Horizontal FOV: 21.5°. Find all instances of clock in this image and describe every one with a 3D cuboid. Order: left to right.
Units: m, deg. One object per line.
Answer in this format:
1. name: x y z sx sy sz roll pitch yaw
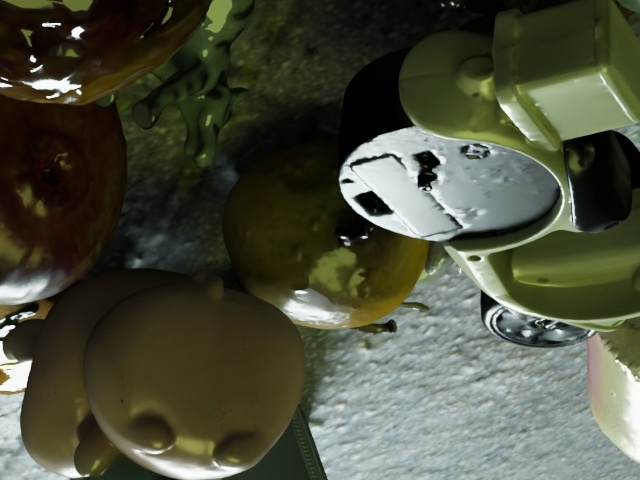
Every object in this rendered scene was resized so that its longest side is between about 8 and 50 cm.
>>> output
1. clock: 0.183 -0.031 1.261 0.276 0.120 0.379 -14 148 31

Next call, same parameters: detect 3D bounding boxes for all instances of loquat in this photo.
1. loquat: 0.000 0.000 1.386 0.172 0.149 0.204 10 156 -24

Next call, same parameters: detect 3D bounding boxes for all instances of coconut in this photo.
1. coconut: 0.367 0.103 1.633 0.233 0.233 0.245 -20 143 -2

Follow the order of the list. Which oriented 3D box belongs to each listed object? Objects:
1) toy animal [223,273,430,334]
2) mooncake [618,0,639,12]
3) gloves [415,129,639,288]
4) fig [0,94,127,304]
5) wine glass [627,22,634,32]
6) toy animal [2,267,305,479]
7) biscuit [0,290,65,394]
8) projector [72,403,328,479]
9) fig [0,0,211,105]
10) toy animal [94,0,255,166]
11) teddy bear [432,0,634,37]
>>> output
1. toy animal: 0.011 0.048 1.526 0.220 0.069 0.086 9 156 -28
2. mooncake: 0.214 -0.307 0.927 0.194 0.356 0.356 -13 143 -15
3. gloves: 0.174 -0.025 1.481 0.219 0.131 0.140 -10 161 40
4. fig: -0.237 -0.055 1.183 0.205 0.205 0.205 -14 143 -10
5. wine glass: 0.155 -0.139 1.358 0.198 0.066 0.066 -28 143 11
6. toy animal: -0.130 0.108 1.345 0.210 0.229 0.221 10 138 -23
7. biscuit: -0.239 0.086 1.473 0.165 0.036 0.250 -36 142 21
8. projector: -0.105 0.290 1.662 0.250 0.198 0.108 -21 144 0
9. fig: -0.138 -0.270 0.938 0.368 0.286 0.286 -57 141 -7
10. toy animal: -0.098 -0.139 1.169 0.090 0.170 0.255 29 141 5
11. teddy bear: 0.181 -0.177 1.252 0.129 0.182 0.251 -41 171 -48
